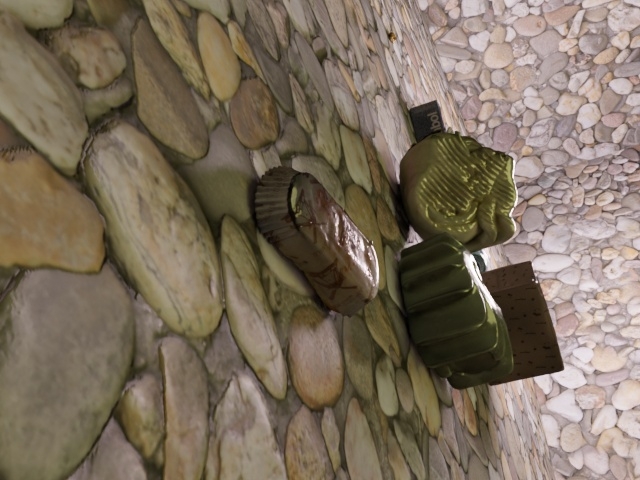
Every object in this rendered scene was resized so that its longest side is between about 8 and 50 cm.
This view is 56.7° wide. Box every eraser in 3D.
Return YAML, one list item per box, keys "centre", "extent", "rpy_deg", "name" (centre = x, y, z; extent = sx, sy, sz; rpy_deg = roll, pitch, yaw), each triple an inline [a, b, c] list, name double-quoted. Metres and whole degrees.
- centre: [0.343, -0.322, 1.837]
  extent: [0.046, 0.092, 0.212]
  rpy_deg: [26, 51, -64]
  name: "eraser"

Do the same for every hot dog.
- centre: [0.000, 0.000, 0.756]
  extent: [0.252, 0.069, 0.131]
  rpy_deg: [48, 41, -42]
  name: "hot dog"

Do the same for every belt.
- centre: [0.544, 0.168, 1.959]
  extent: [0.072, 0.087, 0.302]
  rpy_deg: [-59, 128, -68]
  name: "belt"

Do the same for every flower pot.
- centre: [0.291, 0.162, 1.225]
  extent: [0.367, 0.164, 0.254]
  rpy_deg: [44, 29, -49]
  name: "flower pot"

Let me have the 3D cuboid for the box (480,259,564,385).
- centre: [0.571, 0.242, 1.778]
  extent: [0.190, 0.225, 0.297]
  rpy_deg: [-59, 129, -66]
  name: "box"

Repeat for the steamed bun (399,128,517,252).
- centre: [0.304, -0.100, 1.403]
  extent: [0.207, 0.268, 0.280]
  rpy_deg: [122, -26, -71]
  name: "steamed bun"

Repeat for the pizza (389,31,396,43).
- centre: [0.237, -0.661, 1.936]
  extent: [0.083, 0.016, 0.037]
  rpy_deg: [-46, 123, -68]
  name: "pizza"

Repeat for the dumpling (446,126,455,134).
- centre: [0.455, -0.277, 2.073]
  extent: [0.151, 0.124, 0.229]
  rpy_deg: [115, -25, -65]
  name: "dumpling"
